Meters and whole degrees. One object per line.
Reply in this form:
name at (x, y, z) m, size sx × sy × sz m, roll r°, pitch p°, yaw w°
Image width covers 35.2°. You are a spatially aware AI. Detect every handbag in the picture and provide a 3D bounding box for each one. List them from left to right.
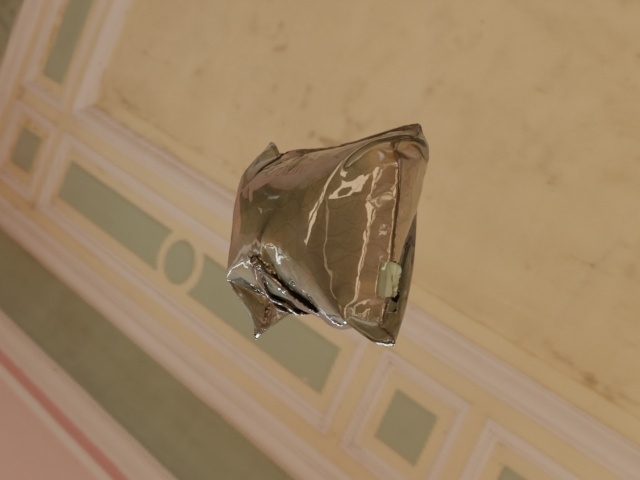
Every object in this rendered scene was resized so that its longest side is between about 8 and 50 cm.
handbag at (0.000, 0.000, 0.817) m, size 0.270 × 0.117 × 0.182 m, roll 1°, pitch -94°, yaw 63°
